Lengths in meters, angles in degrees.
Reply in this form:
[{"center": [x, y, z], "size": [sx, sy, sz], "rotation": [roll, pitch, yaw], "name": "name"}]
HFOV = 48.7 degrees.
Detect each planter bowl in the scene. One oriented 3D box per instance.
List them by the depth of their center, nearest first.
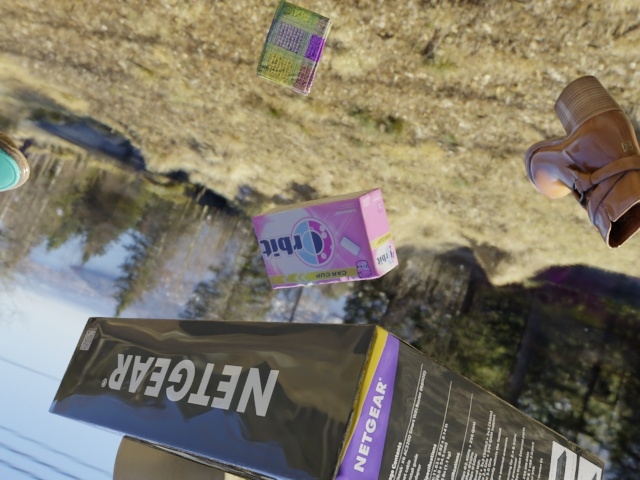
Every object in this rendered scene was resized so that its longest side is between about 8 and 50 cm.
[{"center": [-0.110, 0.235, 0.707], "size": [0.109, 0.162, 0.162], "rotation": [-13, 151, 27], "name": "planter bowl"}]

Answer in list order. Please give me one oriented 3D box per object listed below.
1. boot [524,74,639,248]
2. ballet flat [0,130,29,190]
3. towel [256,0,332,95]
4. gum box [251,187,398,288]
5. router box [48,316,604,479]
[{"center": [0.283, -0.056, 0.747], "size": [0.072, 0.153, 0.197], "rotation": [-16, 152, 0], "name": "boot"}, {"center": [-0.570, -0.136, 1.041], "size": [0.342, 0.124, 0.116], "rotation": [-2, 122, 11], "name": "ballet flat"}, {"center": [-0.027, -0.193, 0.711], "size": [0.060, 0.083, 0.009], "rotation": [23, -152, 3], "name": "towel"}, {"center": [0.000, 0.000, 0.963], "size": [0.188, 0.107, 0.062], "rotation": [-8, -169, 34], "name": "gum box"}, {"center": [-0.007, 0.135, 0.491], "size": [0.308, 0.081, 0.243], "rotation": [-5, 150, 47], "name": "router box"}]
